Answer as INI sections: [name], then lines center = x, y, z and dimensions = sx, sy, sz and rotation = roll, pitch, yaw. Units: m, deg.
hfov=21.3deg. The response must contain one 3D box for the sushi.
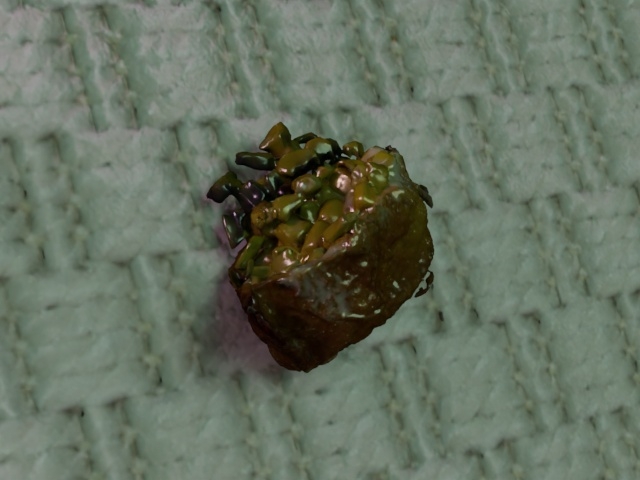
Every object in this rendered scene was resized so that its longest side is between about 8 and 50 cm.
[sushi]
center = 0.000, -0.002, 1.623
dimensions = 0.296, 0.167, 0.179
rotation = -46, 123, -29
